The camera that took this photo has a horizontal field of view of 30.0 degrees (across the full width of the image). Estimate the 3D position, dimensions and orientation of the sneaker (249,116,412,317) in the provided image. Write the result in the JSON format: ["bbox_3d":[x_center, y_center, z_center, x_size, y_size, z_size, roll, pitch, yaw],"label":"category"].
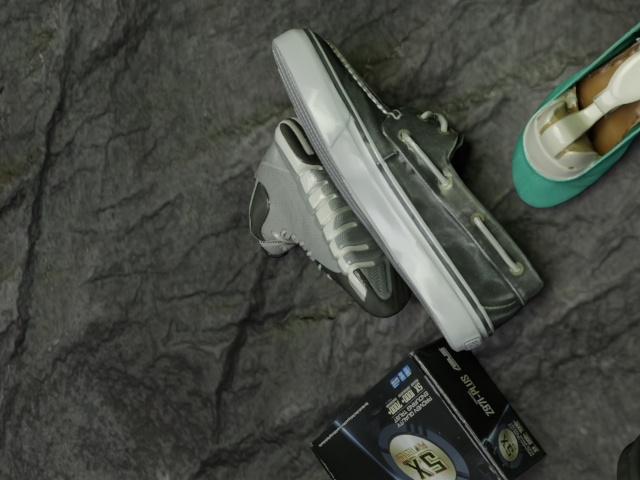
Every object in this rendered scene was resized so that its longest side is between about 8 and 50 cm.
[{"bbox_3d":[0.000,0.000,1.193,0.132,0.086,0.229,-48,60,41],"label":"sneaker"}]

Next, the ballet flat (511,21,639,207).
[{"bbox_3d":[0.226,-0.109,0.970,0.247,0.087,0.083,-44,73,37],"label":"ballet flat"}]

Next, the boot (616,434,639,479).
[{"bbox_3d":[0.414,0.212,0.863,0.348,0.131,0.260,43,129,14],"label":"boot"}]

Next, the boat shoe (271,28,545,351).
[{"bbox_3d":[0.080,-0.063,1.093,0.119,0.121,0.335,-33,87,-3],"label":"boat shoe"}]

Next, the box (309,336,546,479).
[{"bbox_3d":[0.099,0.203,1.154,0.147,0.077,0.180,55,128,15],"label":"box"}]
